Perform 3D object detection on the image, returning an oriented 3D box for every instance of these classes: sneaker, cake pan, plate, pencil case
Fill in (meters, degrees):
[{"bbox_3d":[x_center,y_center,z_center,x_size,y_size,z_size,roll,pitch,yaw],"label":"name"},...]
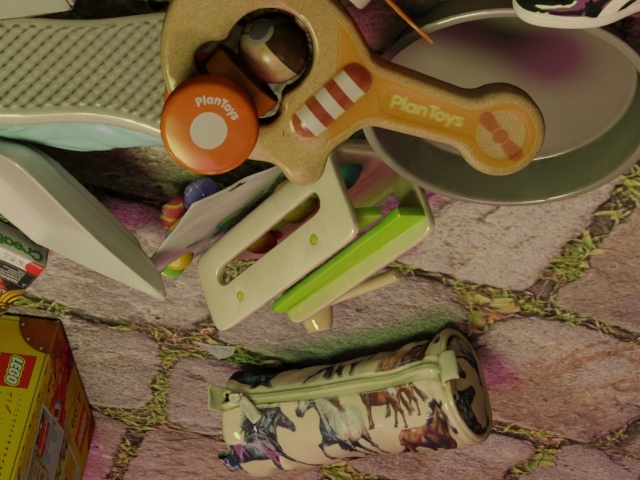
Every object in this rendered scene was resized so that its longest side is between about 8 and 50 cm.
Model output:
[{"bbox_3d":[0.265,-0.252,0.954,0.217,0.079,0.121,-8,140,8],"label":"sneaker"},{"bbox_3d":[0.186,-0.140,1.144,0.293,0.054,0.293,5,146,4],"label":"cake pan"},{"bbox_3d":[-0.187,-0.153,1.167,0.366,0.135,0.150,8,173,-5],"label":"sneaker"},{"bbox_3d":[-0.322,-0.052,1.300,0.277,0.045,0.278,21,160,41],"label":"plate"},{"bbox_3d":[0.045,0.234,1.628,0.410,0.159,0.183,-15,154,30],"label":"pencil case"}]

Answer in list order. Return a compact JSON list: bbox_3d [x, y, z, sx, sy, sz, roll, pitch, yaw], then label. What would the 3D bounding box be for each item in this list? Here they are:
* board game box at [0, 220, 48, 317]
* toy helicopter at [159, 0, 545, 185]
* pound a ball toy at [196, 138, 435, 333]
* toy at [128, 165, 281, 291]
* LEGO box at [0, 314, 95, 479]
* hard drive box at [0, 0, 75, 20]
[{"bbox_3d":[-0.530,0.012,1.466,0.305,0.053,0.193,29,124,-28],"label":"board game box"},{"bbox_3d":[0.037,-0.153,1.016,0.355,0.140,0.234,15,107,-10],"label":"toy helicopter"},{"bbox_3d":[0.000,0.000,1.350,0.208,0.135,0.319,-2,156,-40],"label":"pound a ball toy"},{"bbox_3d":[-0.147,-0.029,1.344,0.056,0.137,0.237,54,144,11],"label":"toy"},{"bbox_3d":[-0.503,0.409,1.689,0.193,0.500,0.372,6,146,3],"label":"LEGO box"},{"bbox_3d":[-0.254,-0.312,0.867,0.089,0.181,0.232,-5,143,18],"label":"hard drive box"}]
